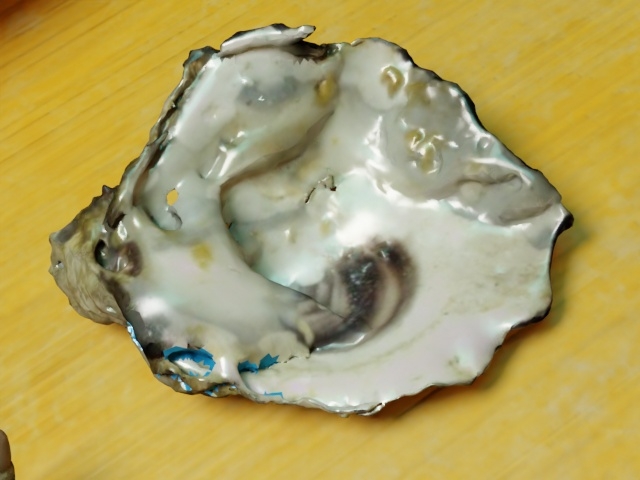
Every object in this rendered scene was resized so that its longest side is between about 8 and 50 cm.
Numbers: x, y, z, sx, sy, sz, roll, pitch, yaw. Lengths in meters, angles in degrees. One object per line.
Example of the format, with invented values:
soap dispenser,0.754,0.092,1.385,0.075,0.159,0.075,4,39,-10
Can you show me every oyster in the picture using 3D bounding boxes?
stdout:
oyster,0.000,0.000,0.640,0.223,0.083,0.214,39,80,10

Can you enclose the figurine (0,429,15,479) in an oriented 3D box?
figurine,-0.225,0.135,0.540,0.257,0.192,0.167,23,83,11
